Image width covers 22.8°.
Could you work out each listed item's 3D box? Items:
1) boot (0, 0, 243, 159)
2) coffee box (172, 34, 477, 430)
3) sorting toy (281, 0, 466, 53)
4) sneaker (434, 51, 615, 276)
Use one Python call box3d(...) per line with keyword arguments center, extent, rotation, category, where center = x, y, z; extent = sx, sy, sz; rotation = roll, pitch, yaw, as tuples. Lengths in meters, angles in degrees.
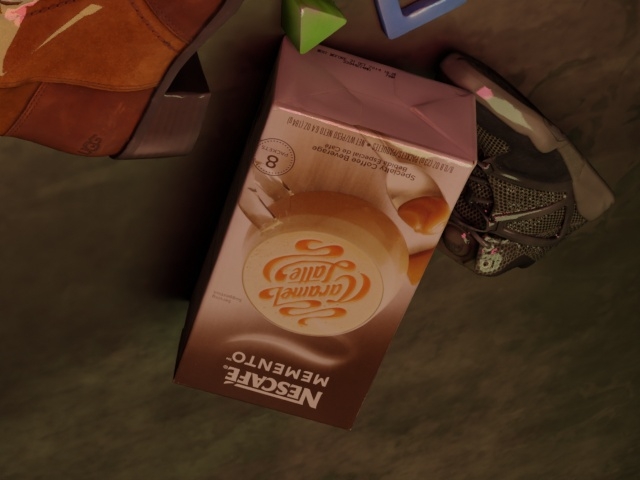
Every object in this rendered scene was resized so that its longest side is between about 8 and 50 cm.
box3d(center=(-0.189, -0.159, 0.896), extent=(0.280, 0.096, 0.264), rotation=(1, 138, -23), category="boot")
box3d(center=(0.000, 0.000, 1.100), extent=(0.141, 0.098, 0.247), rotation=(16, 125, -8), category="coffee box")
box3d(center=(0.042, -0.248, 0.951), extent=(0.196, 0.047, 0.348), rotation=(-17, 137, -16), category="sorting toy")
box3d(center=(0.126, -0.045, 1.176), extent=(0.130, 0.087, 0.227), rotation=(-44, 144, 5), category="sneaker")
